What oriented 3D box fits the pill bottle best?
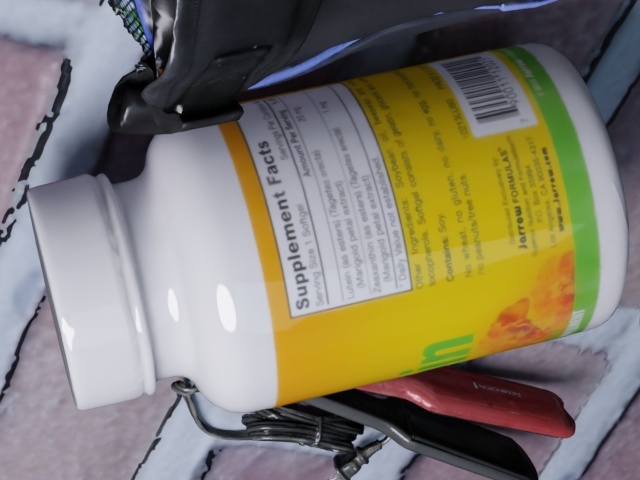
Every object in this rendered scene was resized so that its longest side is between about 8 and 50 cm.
[{"bbox_3d":[0.000,0.000,0.750,0.246,0.136,0.136,-13,129,-10],"label":"pill bottle"}]

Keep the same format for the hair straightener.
[{"bbox_3d":[0.022,0.104,0.896,0.230,0.047,0.089,12,121,-27],"label":"hair straightener"}]

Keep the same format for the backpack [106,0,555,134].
[{"bbox_3d":[0.017,-0.208,0.553,0.277,0.213,0.263,-21,138,-11],"label":"backpack"}]
